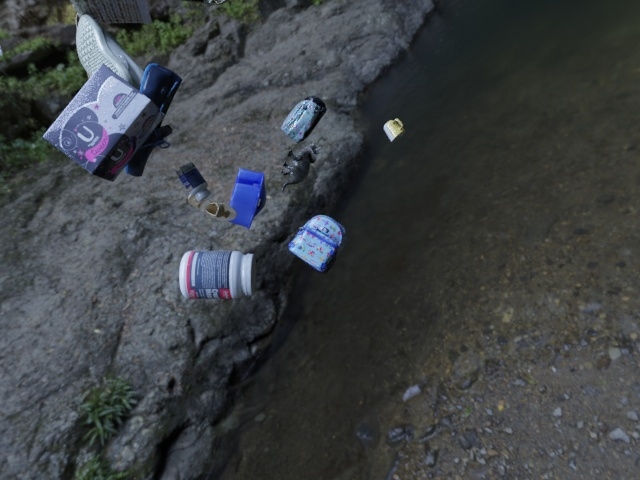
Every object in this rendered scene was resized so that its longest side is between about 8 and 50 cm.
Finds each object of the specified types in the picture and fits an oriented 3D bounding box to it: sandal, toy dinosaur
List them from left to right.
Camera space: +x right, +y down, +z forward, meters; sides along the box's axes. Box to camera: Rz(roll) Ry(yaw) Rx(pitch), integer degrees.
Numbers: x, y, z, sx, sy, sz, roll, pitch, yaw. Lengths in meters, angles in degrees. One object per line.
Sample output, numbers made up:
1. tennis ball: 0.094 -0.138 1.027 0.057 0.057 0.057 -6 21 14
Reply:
1. sandal: -0.493 -0.139 1.930 0.088 0.240 0.079 -57 28 14
2. toy dinosaur: -0.118 -0.390 2.245 0.121 0.160 0.314 -120 54 -83

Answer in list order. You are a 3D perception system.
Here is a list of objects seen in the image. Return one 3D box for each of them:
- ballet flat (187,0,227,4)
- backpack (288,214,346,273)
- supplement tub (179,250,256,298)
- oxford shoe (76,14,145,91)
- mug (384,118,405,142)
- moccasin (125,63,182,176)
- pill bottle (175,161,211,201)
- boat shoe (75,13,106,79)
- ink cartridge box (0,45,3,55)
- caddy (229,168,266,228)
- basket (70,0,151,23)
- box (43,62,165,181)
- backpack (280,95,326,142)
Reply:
1. ballet flat: -0.459 -0.846 1.381 0.348 0.123 0.123 -3 16 -20
2. backpack: 0.000 0.000 1.345 0.173 0.158 0.117 -53 -7 -8
3. supplement tub: -0.400 0.136 1.658 0.272 0.191 0.191 0 29 -2
4. oxford shoe: -0.760 -0.653 1.527 0.130 0.449 0.169 -15 -33 -50
5. mug: 0.269 -0.406 1.522 0.078 0.064 0.062 -42 -8 32
6. moccasin: -0.504 -0.348 1.268 0.138 0.116 0.342 -122 50 -62
7. pill bottle: -0.414 -0.190 1.376 0.067 0.120 0.067 -33 7 5
8. boat shoe: -0.919 -0.741 1.698 0.121 0.341 0.110 -13 1 7
9. ink cartridge box: -0.924 -0.582 1.098 0.104 0.181 0.061 5 26 16
10. caddy: -0.380 -0.218 2.229 0.341 0.179 0.241 120 160 -48
11. basket: -0.791 -1.005 1.509 0.266 0.329 0.331 -13 4 -16
12. box: -0.572 -0.309 1.130 0.247 0.163 0.142 -53 3 -3
13. backpack: -0.072 -0.482 1.684 0.182 0.115 0.152 -57 12 -11
